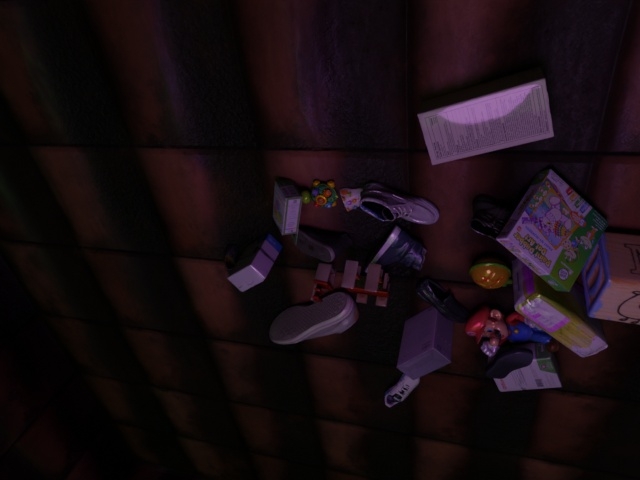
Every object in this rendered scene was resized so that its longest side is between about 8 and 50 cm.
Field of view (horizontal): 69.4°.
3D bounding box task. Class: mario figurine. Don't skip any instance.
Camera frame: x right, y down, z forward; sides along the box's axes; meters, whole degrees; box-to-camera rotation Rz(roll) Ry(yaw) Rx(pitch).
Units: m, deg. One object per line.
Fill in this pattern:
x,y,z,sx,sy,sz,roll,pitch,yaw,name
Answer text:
0.660,0.329,1.585,0.321,0.170,0.197,5,98,8,mario figurine

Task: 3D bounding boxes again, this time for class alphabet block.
0.883,0.108,1.312,0.197,0.193,0.192,7,141,15,alphabet block

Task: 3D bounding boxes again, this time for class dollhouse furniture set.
0.110,0.168,1.602,0.259,0.135,0.262,7,164,17,dollhouse furniture set

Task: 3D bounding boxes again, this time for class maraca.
0.561,0.114,1.514,0.127,0.099,0.186,-6,149,33,maraca

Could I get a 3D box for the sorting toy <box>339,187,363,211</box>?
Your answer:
0.112,-0.137,1.521,0.075,0.044,0.083,-20,118,9,sorting toy

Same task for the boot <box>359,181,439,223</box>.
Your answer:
0.244,-0.091,1.448,0.259,0.123,0.095,21,130,4,boot

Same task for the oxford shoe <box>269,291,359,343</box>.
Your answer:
-0.028,0.331,1.855,0.450,0.169,0.130,-25,136,32,oxford shoe

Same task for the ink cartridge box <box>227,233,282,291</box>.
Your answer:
-0.239,0.080,1.706,0.140,0.190,0.082,-29,112,34,ink cartridge box

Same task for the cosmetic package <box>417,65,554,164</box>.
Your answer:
0.430,-0.322,1.216,0.310,0.113,0.160,-9,122,26,cosmetic package

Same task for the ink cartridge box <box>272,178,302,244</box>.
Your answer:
-0.117,-0.091,1.579,0.062,0.109,0.209,-10,133,-22,ink cartridge box

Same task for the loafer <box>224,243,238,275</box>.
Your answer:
-0.359,0.096,1.844,0.062,0.061,0.170,9,129,12,loafer

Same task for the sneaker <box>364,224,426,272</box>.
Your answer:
0.262,0.069,1.589,0.163,0.086,0.226,32,130,-4,sneaker

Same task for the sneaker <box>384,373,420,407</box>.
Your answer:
0.354,0.645,1.994,0.085,0.086,0.237,29,128,-1,sneaker

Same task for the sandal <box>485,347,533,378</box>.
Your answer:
0.641,0.414,1.599,0.097,0.054,0.254,15,148,-2,sandal

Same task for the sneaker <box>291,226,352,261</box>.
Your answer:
0.000,0.000,1.641,0.222,0.118,0.083,30,132,35,sneaker

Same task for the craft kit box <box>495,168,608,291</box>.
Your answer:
0.651,-0.027,1.292,0.250,0.246,0.061,37,172,-11,craft kit box

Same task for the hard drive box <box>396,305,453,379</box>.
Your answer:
0.382,0.361,1.672,0.089,0.232,0.181,39,129,-12,hard drive box

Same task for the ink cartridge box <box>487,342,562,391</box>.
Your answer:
0.753,0.469,1.712,0.220,0.092,0.160,-15,118,30,ink cartridge box

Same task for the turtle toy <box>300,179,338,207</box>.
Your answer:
-0.005,-0.147,1.532,0.130,0.066,0.095,4,127,17,turtle toy

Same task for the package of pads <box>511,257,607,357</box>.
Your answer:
0.731,0.194,1.424,0.297,0.229,0.101,34,129,-8,package of pads

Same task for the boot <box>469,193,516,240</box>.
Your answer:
0.553,-0.036,1.356,0.247,0.161,0.083,21,130,4,boot

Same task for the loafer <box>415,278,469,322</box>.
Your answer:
0.441,0.215,1.641,0.223,0.076,0.078,36,137,-4,loafer
